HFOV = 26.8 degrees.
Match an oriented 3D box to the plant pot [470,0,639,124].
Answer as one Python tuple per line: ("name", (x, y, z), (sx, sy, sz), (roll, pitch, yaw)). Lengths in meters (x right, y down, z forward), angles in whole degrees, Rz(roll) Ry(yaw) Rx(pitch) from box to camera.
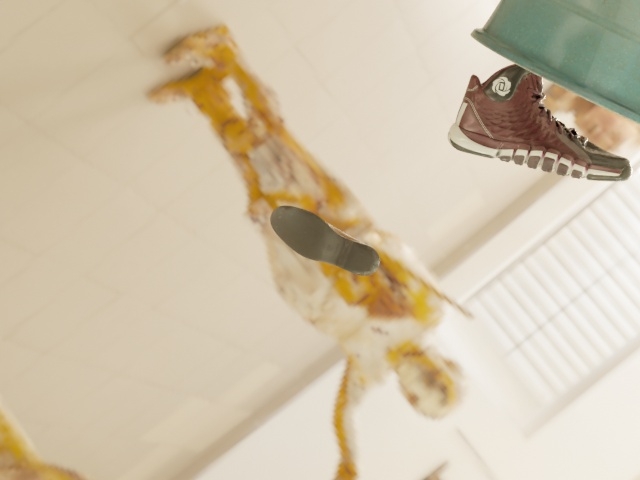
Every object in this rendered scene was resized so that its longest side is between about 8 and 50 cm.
("plant pot", (0.408, -0.324, 1.621), (0.341, 0.341, 0.334), (-2, 122, -62))

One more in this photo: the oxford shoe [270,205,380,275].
("oxford shoe", (0.000, 0.000, 2.373), (0.076, 0.212, 0.076), (-60, -164, 3))

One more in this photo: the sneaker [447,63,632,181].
("sneaker", (0.342, -0.186, 2.009), (0.106, 0.281, 0.163), (-48, 151, -82))
